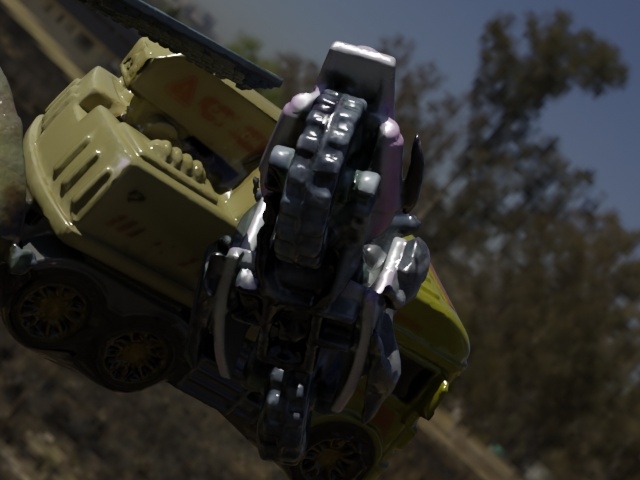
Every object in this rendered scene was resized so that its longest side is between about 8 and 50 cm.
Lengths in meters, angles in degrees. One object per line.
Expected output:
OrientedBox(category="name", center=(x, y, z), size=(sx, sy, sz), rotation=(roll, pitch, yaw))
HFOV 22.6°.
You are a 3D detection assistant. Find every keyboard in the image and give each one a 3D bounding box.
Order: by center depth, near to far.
OrientedBox(category="keyboard", center=(-0.105, -0.133, 0.957), size=(0.176, 0.014, 0.055), rotation=(27, -7, -25))

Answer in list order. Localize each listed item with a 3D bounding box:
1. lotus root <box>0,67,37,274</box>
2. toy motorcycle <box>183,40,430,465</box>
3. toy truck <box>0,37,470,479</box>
OrientedBox(category="lotus root", center=(-0.215, -0.004, 0.652), size=(0.078, 0.203, 0.183), rotation=(18, 62, -58))
OrientedBox(category="toy motorcycle", center=(0.000, 0.000, 1.015), size=(0.143, 0.188, 0.327), rotation=(15, -37, 6))
OrientedBox(category="toy truck", center=(-0.065, 0.021, 1.256), size=(0.405, 0.254, 0.181), rotation=(33, 22, -31))
